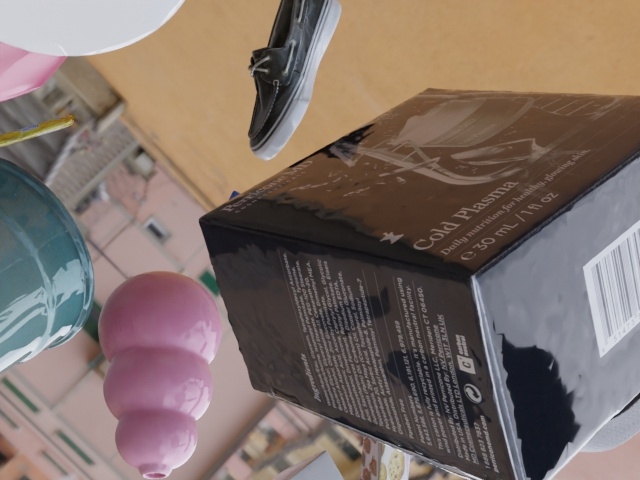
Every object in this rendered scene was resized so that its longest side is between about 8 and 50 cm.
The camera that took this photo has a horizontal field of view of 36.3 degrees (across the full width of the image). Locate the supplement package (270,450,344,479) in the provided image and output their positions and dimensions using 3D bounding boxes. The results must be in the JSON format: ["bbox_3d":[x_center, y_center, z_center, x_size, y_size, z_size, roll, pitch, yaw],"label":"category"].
[{"bbox_3d":[-0.006,0.411,1.385,0.105,0.179,0.105,-35,173,38],"label":"supplement package"}]

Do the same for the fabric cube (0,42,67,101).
[{"bbox_3d":[-0.436,-0.317,1.152,0.254,0.259,0.258,-26,180,-41],"label":"fabric cube"}]

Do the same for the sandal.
[{"bbox_3d":[0.506,0.291,1.653,0.254,0.097,0.055,-44,-146,38],"label":"sandal"}]

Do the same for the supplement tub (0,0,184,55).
[{"bbox_3d":[-0.168,-0.273,0.649,0.191,0.191,0.272,-39,-138,30],"label":"supplement tub"}]

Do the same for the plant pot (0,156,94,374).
[{"bbox_3d":[-0.552,0.091,1.371,0.341,0.341,0.334,-38,-173,32],"label":"plant pot"}]

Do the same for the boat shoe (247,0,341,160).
[{"bbox_3d":[-0.075,-0.312,1.760,0.121,0.119,0.335,-4,-116,59],"label":"boat shoe"}]

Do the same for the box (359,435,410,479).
[{"bbox_3d":[0.105,0.440,1.667,0.063,0.067,0.324,1,-96,61],"label":"box"}]

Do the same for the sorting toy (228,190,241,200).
[{"bbox_3d":[-0.046,0.000,2.049,0.047,0.347,0.196,-11,115,-72],"label":"sorting toy"}]

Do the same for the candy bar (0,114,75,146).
[{"bbox_3d":[-0.454,-0.163,1.493,0.161,0.018,0.040,-21,-172,-18],"label":"candy bar"}]

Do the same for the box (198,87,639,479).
[{"bbox_3d":[0.191,0.021,1.270,0.479,0.298,0.471,-33,-153,-33],"label":"box"}]

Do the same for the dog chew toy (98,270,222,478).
[{"bbox_3d":[-0.265,0.221,1.598,0.206,0.206,0.332,-35,-133,45],"label":"dog chew toy"}]
